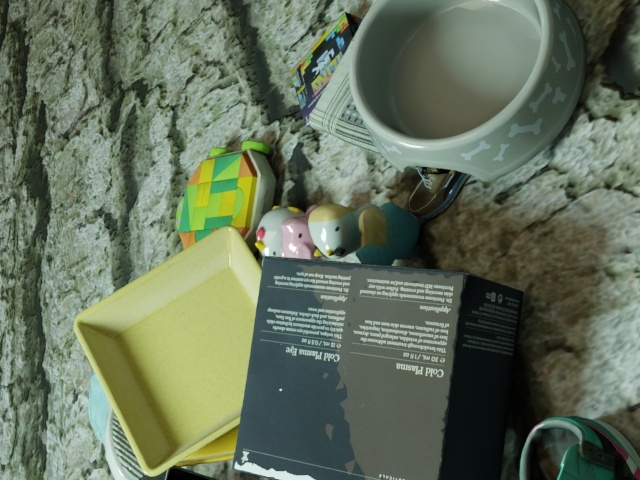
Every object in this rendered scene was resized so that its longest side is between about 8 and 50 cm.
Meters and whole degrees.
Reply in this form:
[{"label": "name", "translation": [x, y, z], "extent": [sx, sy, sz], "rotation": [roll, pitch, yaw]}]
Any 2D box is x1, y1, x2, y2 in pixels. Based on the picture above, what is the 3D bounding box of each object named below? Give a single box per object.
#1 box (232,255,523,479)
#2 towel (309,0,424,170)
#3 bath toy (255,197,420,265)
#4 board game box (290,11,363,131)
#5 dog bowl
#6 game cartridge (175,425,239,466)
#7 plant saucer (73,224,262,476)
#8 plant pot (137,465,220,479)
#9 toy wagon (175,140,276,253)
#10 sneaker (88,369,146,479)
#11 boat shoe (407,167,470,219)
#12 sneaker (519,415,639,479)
[{"label": "box", "translation": [0.077, 0.197, 1.475], "extent": [0.343, 0.179, 0.312], "rotation": [5, 82, 37]}, {"label": "towel", "translation": [0.144, -0.287, 1.676], "extent": [0.324, 0.056, 0.312], "rotation": [-57, 38, -2]}, {"label": "bath toy", "translation": [0.000, 0.000, 1.738], "extent": [0.348, 0.151, 0.129], "rotation": [-2, 61, 54]}, {"label": "board game box", "translation": [0.023, -0.304, 1.903], "extent": [0.170, 0.048, 0.141], "rotation": [-44, 46, 35]}, {"label": "dog bowl", "translation": [0.197, -0.255, 1.511], "extent": [0.349, 0.102, 0.348], "rotation": [-10, 67, 25]}, {"label": "game cartridge", "translation": [-0.173, 0.223, 1.841], "extent": [0.285, 0.052, 0.323], "rotation": [-10, 62, 8]}, {"label": "plant saucer", "translation": [-0.208, 0.189, 1.791], "extent": [0.333, 0.081, 0.332], "rotation": [-31, 63, -4]}, {"label": "plant pot", "translation": [-0.252, 0.501, 1.814], "extent": [0.167, 0.188, 0.187], "rotation": [-13, 57, 48]}, {"label": "toy wagon", "translation": [-0.209, -0.056, 2.098], "extent": [0.344, 0.068, 0.267], "rotation": [-4, 75, 52]}, {"label": "sneaker", "translation": [-0.404, 0.382, 2.163], "extent": [0.150, 0.135, 0.366], "rotation": [-59, 30, 32]}, {"label": "boat shoe", "translation": [0.185, -0.108, 1.609], "extent": [0.183, 0.066, 0.066], "rotation": [-51, 43, 28]}, {"label": "sneaker", "translation": [0.331, 0.296, 1.185], "extent": [0.295, 0.178, 0.124], "rotation": [45, 113, 49]}]
